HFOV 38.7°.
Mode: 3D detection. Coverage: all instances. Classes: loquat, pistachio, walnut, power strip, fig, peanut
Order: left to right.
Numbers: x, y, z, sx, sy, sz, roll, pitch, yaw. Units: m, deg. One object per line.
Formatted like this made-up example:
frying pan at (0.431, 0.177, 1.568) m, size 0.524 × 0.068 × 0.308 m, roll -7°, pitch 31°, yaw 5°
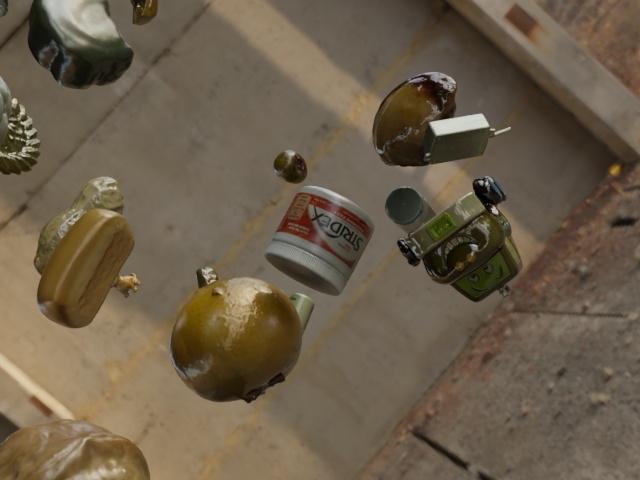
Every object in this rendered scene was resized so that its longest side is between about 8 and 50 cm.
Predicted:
walnut at (-0.414, 0.446, 1.474) m, size 0.306 × 0.306 × 0.343 m, roll -57°, pitch -12°, yaw -66°
peanut at (-0.582, -0.027, 2.207) m, size 0.120 × 0.136 × 0.298 m, roll -9°, pitch 37°, yaw 54°
loquat at (-0.212, 0.219, 2.206) m, size 0.328 × 0.359 × 0.328 m, roll -25°, pitch -16°, yaw -8°
fig at (-0.083, -0.177, 2.219) m, size 0.098 × 0.082 × 0.084 m, roll -9°, pitch -9°, yaw 40°
pistachio at (0.185, -0.226, 1.722) m, size 0.131 × 0.165 × 0.210 m, roll -12°, pitch -32°, yaw -53°
power strip at (0.265, -0.186, 1.643) m, size 0.175 × 0.042 × 0.075 m, roll -10°, pitch -39°, yaw -13°

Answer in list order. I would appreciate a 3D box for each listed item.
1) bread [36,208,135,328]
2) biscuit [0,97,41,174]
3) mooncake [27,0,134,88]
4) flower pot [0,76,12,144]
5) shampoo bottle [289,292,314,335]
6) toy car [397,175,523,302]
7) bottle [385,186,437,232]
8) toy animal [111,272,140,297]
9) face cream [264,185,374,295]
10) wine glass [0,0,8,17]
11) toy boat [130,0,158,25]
bread at (-0.416, 0.044, 1.592) m, size 0.147 × 0.098 × 0.217 m, roll 81°, pitch -147°, yaw -66°
biscuit at (-0.740, -0.238, 2.133) m, size 0.036 × 0.187 × 0.273 m, roll -32°, pitch 9°, yaw 24°
mooncake at (-0.372, -0.322, 1.425) m, size 0.104 × 0.168 × 0.175 m, roll 130°, pitch 153°, yaw -49°
flower pot at (-0.703, -0.253, 1.704) m, size 0.195 × 0.246 × 0.246 m, roll -53°, pitch 3°, yaw 7°
shampoo bottle at (-0.078, 0.238, 2.643) m, size 0.079 × 0.079 × 0.162 m, roll -41°, pitch 23°, yaw 62°
toy car at (0.276, 0.018, 1.631) m, size 0.204 × 0.198 × 0.248 m, roll -37°, pitch -7°, yaw 17°
bottle at (0.197, -0.055, 1.941) m, size 0.082 × 0.082 × 0.286 m, roll -48°, pitch -13°, yaw 5°
toy animal at (-0.420, 0.077, 1.901) m, size 0.060 × 0.083 × 0.081 m, roll -30°, pitch 32°, yaw 32°
face cream at (0.000, 0.000, 2.086) m, size 0.187 × 0.201 × 0.201 m, roll -62°, pitch 7°, yaw -13°
wine glass at (-0.853, -0.417, 1.879) m, size 0.406 × 0.267 × 0.267 m, roll -60°, pitch 9°, yaw -27°
toy boat at (-0.421, -0.588, 2.109) m, size 0.068 × 0.088 × 0.226 m, roll -29°, pitch 50°, yaw 32°
